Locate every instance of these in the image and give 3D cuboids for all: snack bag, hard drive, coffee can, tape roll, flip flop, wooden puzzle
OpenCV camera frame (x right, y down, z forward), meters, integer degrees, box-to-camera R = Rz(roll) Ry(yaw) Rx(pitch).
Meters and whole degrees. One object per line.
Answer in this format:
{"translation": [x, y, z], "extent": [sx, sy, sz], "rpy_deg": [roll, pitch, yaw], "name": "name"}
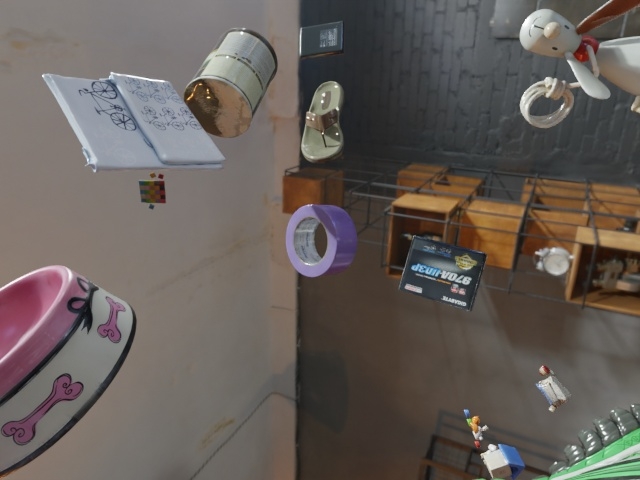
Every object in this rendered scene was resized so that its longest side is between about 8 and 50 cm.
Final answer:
{"translation": [-0.434, -0.286, 1.154], "extent": [0.343, 0.323, 0.037], "rpy_deg": [-11, -32, -49], "name": "snack bag"}
{"translation": [0.004, -0.595, 1.450], "extent": [0.022, 0.135, 0.094], "rpy_deg": [12, -102, -69], "name": "hard drive"}
{"translation": [-0.260, -0.470, 1.450], "extent": [0.201, 0.202, 0.275], "rpy_deg": [73, -155, -47], "name": "coffee can"}
{"translation": [0.000, 0.000, 1.281], "extent": [0.080, 0.189, 0.188], "rpy_deg": [-3, -77, -46], "name": "tape roll"}
{"translation": [0.007, -0.311, 1.237], "extent": [0.080, 0.112, 0.277], "rpy_deg": [61, -148, -57], "name": "flip flop"}
{"translation": [-0.341, -0.100, 0.990], "extent": [0.006, 0.049, 0.083], "rpy_deg": [-104, 17, -58], "name": "wooden puzzle"}

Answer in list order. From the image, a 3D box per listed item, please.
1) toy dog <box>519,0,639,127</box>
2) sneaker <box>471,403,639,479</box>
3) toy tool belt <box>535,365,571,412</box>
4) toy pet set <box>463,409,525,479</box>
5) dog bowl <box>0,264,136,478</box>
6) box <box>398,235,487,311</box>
{"translation": [0.521, -0.302, 0.821], "extent": [0.161, 0.334, 0.220], "rpy_deg": [-68, -24, -72], "name": "toy dog"}
{"translation": [0.177, 0.232, 0.334], "extent": [0.134, 0.344, 0.146], "rpy_deg": [64, 170, -5], "name": "sneaker"}
{"translation": [0.472, 0.308, 1.011], "extent": [0.052, 0.083, 0.051], "rpy_deg": [15, -57, -36], "name": "toy tool belt"}
{"translation": [0.349, 0.407, 0.973], "extent": [0.114, 0.065, 0.122], "rpy_deg": [-105, -8, -59], "name": "toy pet set"}
{"translation": [-0.552, 0.211, 0.879], "extent": [0.150, 0.408, 0.408], "rpy_deg": [60, -136, -32], "name": "dog bowl"}
{"translation": [0.362, 0.095, 1.445], "extent": [0.051, 0.220, 0.175], "rpy_deg": [18, -92, -65], "name": "box"}
